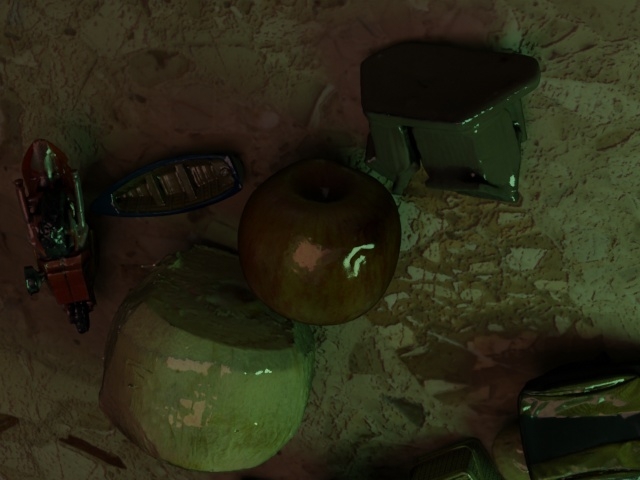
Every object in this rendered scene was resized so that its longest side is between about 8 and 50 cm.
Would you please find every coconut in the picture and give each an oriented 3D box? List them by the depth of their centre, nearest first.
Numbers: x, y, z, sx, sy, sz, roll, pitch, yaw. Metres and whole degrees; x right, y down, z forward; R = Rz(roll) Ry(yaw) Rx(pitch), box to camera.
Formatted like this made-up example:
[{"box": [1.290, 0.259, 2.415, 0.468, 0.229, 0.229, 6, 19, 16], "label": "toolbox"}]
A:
[{"box": [-0.151, 0.176, 1.554, 0.297, 0.297, 0.255, 22, 120, 4], "label": "coconut"}]

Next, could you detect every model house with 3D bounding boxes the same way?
[{"box": [0.155, -0.128, 1.402, 0.229, 0.122, 0.188, 9, 133, 28], "label": "model house"}]

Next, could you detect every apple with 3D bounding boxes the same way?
[{"box": [0.000, 0.000, 1.458, 0.211, 0.211, 0.188, 15, 128, 8], "label": "apple"}]

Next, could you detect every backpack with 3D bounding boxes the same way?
[{"box": [0.394, 0.245, 1.509, 0.258, 0.133, 0.206, -11, 81, 11], "label": "backpack"}]

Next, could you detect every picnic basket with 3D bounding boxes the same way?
[{"box": [0.211, 0.379, 1.673, 0.115, 0.079, 0.164, -28, 107, 27], "label": "picnic basket"}]

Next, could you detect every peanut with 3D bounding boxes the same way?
[{"box": [0.327, 0.336, 1.611, 0.214, 0.090, 0.099, 35, 127, -3], "label": "peanut"}]

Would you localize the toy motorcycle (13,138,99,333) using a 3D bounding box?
[{"box": [-0.351, 0.005, 1.571, 0.089, 0.171, 0.298, -5, 148, -6], "label": "toy motorcycle"}]

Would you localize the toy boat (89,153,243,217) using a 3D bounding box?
[{"box": [-0.210, -0.074, 1.575, 0.228, 0.046, 0.080, -13, 114, 23], "label": "toy boat"}]
